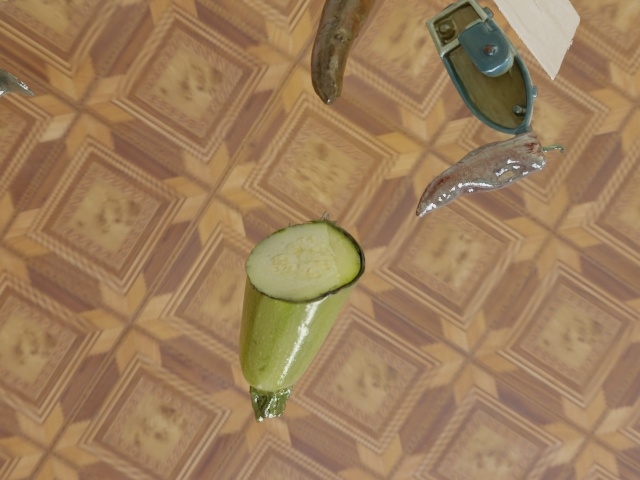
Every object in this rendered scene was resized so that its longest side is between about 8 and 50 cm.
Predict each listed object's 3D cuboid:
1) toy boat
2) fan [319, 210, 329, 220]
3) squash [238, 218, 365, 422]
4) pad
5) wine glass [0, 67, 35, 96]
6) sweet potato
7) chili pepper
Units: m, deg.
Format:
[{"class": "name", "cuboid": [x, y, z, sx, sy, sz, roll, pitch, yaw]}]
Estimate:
[{"class": "toy boat", "cuboid": [0.202, -0.215, 1.282, 0.088, 0.102, 0.215, -31, 76, 15]}, {"class": "fan", "cuboid": [0.000, 0.000, 1.434, 0.004, 0.083, 0.056, 8, 140, 23]}, {"class": "squash", "cuboid": [-0.057, 0.104, 1.260, 0.137, 0.137, 0.287, 21, 131, -6]}, {"class": "pad", "cuboid": [0.327, -0.379, 1.618, 0.232, 0.004, 0.156, 46, 55, -26]}, {"class": "wine glass", "cuboid": [-0.379, -0.054, 1.013, 0.074, 0.074, 0.262, 32, 85, -7]}, {"class": "sweet potato", "cuboid": [0.031, -0.318, 1.545, 0.075, 0.075, 0.273, 21, 58, -6]}, {"class": "chili pepper", "cuboid": [0.156, -0.065, 0.971, 0.153, 0.041, 0.050, -21, 124, 4]}]
